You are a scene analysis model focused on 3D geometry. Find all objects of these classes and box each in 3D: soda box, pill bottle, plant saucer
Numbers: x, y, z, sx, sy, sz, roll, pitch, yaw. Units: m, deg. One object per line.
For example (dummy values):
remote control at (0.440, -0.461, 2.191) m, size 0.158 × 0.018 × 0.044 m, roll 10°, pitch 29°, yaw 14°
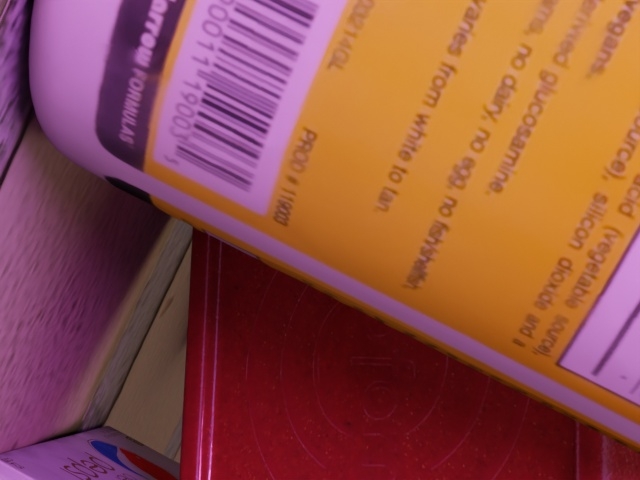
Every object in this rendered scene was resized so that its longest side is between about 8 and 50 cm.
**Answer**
soda box at (-0.106, 0.137, 0.692) m, size 0.069 × 0.074 × 0.216 m, roll -63°, pitch 174°, yaw -1°
pill bottle at (0.101, -0.038, 0.442) m, size 0.188 × 0.334 × 0.188 m, roll -62°, pitch 175°, yaw -10°
plant saucer at (0.033, 0.052, 0.601) m, size 0.048 × 0.259 × 0.258 m, roll 16°, pitch 71°, yaw -50°
